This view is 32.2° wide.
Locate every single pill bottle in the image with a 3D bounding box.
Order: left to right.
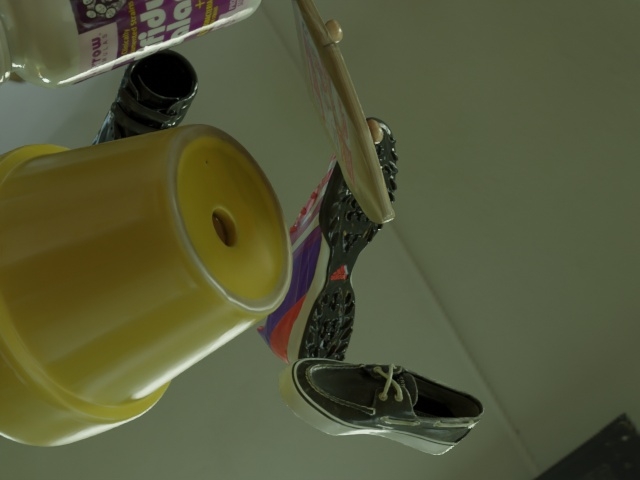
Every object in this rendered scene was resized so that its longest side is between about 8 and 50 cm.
[{"bbox_3d":[-0.214,-0.239,1.024,0.169,0.301,0.169,44,-31,36],"label":"pill bottle"}]

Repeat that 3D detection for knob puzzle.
[{"bbox_3d":[0.027,-0.099,0.905,0.030,0.213,0.213,-20,-112,-5],"label":"knob puzzle"}]

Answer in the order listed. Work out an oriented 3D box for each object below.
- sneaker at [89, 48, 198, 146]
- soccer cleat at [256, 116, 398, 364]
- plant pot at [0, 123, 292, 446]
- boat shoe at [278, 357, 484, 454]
[{"bbox_3d":[-0.234,-0.108,1.331,0.147,0.104,0.295,130,-19,-65],"label":"sneaker"},{"bbox_3d":[0.000,0.000,1.318,0.116,0.109,0.318,27,-71,41],"label":"soccer cleat"},{"bbox_3d":[-0.166,0.021,0.925,0.239,0.254,0.254,-21,-108,27],"label":"plant pot"},{"bbox_3d":[0.063,0.150,1.089,0.070,0.219,0.078,-46,-141,37],"label":"boat shoe"}]
